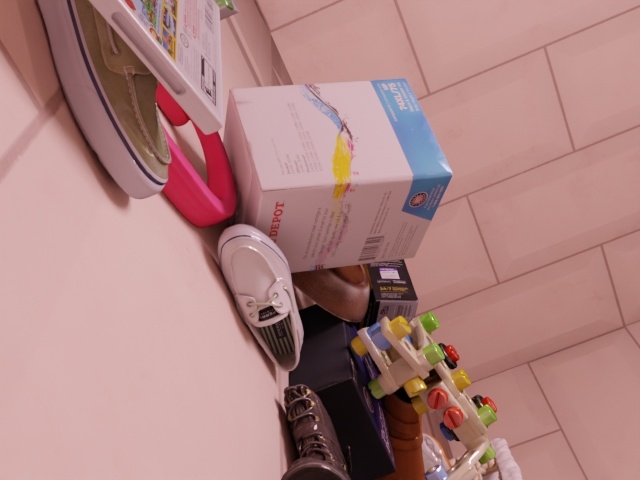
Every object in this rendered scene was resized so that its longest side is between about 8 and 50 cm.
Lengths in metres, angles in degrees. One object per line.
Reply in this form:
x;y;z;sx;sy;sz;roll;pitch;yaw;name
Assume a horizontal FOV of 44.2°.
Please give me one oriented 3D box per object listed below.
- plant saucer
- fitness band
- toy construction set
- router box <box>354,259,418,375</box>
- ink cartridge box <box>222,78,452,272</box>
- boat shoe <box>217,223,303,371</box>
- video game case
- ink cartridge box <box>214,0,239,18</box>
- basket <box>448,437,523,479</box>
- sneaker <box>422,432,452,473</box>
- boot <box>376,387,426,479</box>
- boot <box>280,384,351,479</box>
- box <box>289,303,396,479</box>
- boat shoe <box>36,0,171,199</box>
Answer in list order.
-0.019;0.003;1.312;0.310;0.050;0.310;41;15;-14;plant saucer
-0.182;-0.140;0.969;0.291;0.054;0.209;57;13;-52;fitness band
0.173;0.251;1.188;0.215;0.151;0.327;-22;91;-75;toy construction set
0.098;0.159;1.504;0.243;0.081;0.309;-102;-164;-56;router box
0.008;-0.091;1.134;0.198;0.270;0.197;107;-30;-51;ink cartridge box
-0.067;0.080;1.032;0.076;0.083;0.226;-105;171;-52;boat shoe
-0.162;-0.243;0.770;0.206;0.026;0.227;51;22;-42;video game case
-0.245;-0.518;1.469;0.160;0.093;0.219;-80;148;-78;ink cartridge box
0.318;0.621;1.533;0.328;0.266;0.331;-51;118;-82;basket
0.156;0.430;1.633;0.099;0.121;0.262;64;-16;-21;sneaker
0.150;0.364;1.324;0.283;0.109;0.220;-107;-156;-63;boot
-0.010;0.268;0.964;0.229;0.091;0.263;-112;179;-47;boot
0.030;0.231;1.243;0.261;0.103;0.184;-96;160;-67;box
-0.205;-0.191;0.777;0.109;0.094;0.302;4;64;-82;boat shoe
